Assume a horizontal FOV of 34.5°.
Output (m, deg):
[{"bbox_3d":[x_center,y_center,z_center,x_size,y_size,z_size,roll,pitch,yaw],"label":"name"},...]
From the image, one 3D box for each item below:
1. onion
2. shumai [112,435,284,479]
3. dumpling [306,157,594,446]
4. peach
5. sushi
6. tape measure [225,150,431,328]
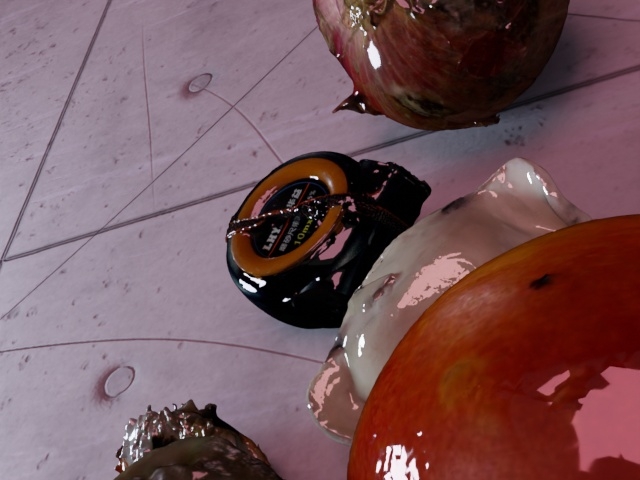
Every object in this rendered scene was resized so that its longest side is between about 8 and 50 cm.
[{"bbox_3d":[0.135,-0.298,1.243,0.354,0.353,0.353,-19,41,18],"label":"onion"},{"bbox_3d":[-0.206,0.310,0.776,0.324,0.324,0.397,-58,28,25],"label":"shumai"},{"bbox_3d":[0.149,0.090,0.978,0.243,0.187,0.318,38,88,11],"label":"dumpling"},{"bbox_3d":[0.200,0.166,0.673,0.388,0.388,0.388,-19,41,18],"label":"peach"},{"bbox_3d":[-0.124,0.217,1.052,0.226,0.103,0.097,9,57,31],"label":"sushi"},{"bbox_3d":[0.000,0.000,1.168,0.223,0.135,0.202,10,66,44],"label":"tape measure"}]
